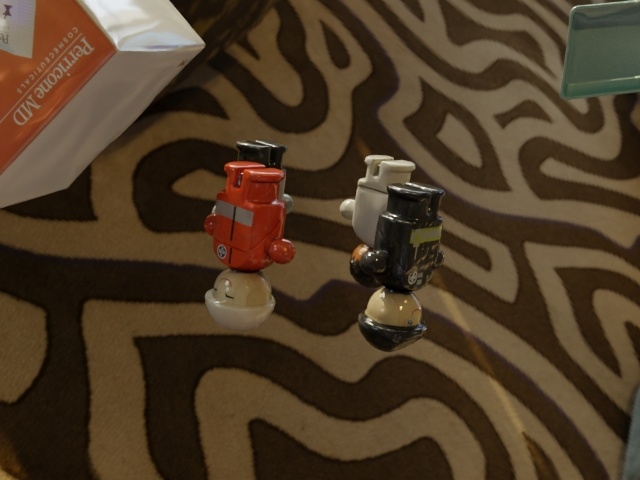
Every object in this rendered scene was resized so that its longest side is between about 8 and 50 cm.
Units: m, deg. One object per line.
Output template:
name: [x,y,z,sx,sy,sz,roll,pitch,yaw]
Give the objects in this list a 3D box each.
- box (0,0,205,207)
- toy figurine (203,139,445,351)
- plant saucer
box: [-0.309,-0.226,0.694,0.345,0.215,0.168,50,21,-1]
toy figurine: [0.000,0.000,0.741,0.213,0.148,0.209,6,15,-7]
plant saucer: [0.254,-0.135,0.533,0.192,0.067,0.018,-7,38,-2]
